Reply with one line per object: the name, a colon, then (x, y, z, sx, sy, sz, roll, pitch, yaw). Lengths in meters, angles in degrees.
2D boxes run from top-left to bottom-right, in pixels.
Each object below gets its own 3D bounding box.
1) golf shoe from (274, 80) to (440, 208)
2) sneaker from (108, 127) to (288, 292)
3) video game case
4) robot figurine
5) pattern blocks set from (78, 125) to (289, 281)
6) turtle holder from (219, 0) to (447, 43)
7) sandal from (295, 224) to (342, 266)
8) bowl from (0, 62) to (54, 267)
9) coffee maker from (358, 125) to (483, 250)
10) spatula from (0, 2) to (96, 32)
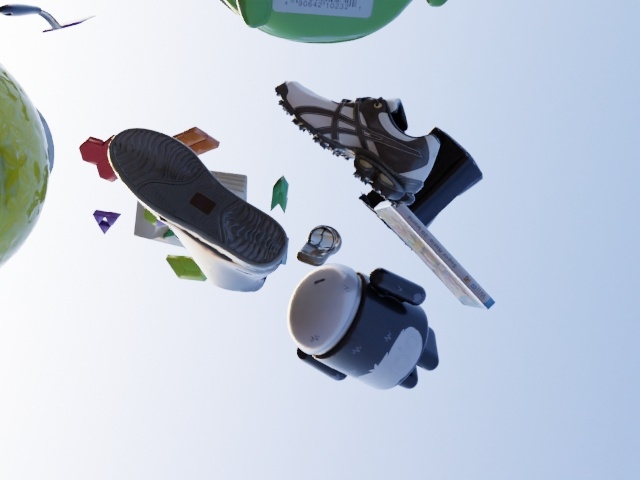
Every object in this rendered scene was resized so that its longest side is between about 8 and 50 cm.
golf shoe: (0.041, -0.124, 1.107, 0.198, 0.077, 0.094, 40, -81, 17)
sneaker: (-0.144, -0.023, 1.135, 0.083, 0.222, 0.118, -49, 176, -28)
video game case: (0.134, 0.016, 1.252, 0.015, 0.166, 0.119, -44, -176, -6)
robot figurine: (0.074, 0.151, 1.815, 0.209, 0.278, 0.174, -63, -158, -6)
pattern blocks set: (-0.208, -0.051, 1.664, 0.026, 0.325, 0.285, -79, 167, -54)
turtle holder: (-0.024, -0.331, 0.867, 0.243, 0.320, 0.227, -28, -152, -7)
sandal: (0.000, 0.000, 2.030, 0.180, 0.072, 0.049, -50, 153, -66)
bowl: (-0.395, -0.097, 1.173, 0.290, 0.156, 0.289, 10, -72, 32)
coffee maker: (0.168, -0.087, 1.703, 0.178, 0.120, 0.171, -46, 171, 3)
spatula: (-0.482, -0.387, 1.811, 0.296, 0.084, 0.030, -21, 100, -77)
